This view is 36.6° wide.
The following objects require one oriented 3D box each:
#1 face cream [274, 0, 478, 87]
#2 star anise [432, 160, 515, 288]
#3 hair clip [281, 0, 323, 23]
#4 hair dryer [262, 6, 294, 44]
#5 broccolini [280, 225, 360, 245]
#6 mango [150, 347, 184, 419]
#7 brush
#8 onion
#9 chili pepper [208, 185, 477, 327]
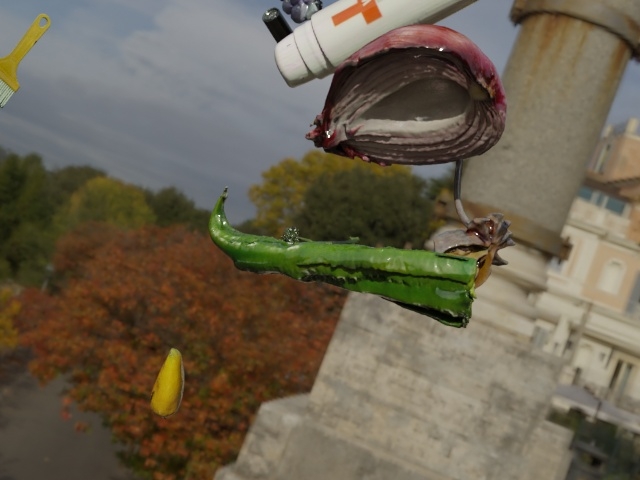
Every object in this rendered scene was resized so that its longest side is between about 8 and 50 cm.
[{"bbox_3d":[0.084,-0.334,1.449,0.346,0.102,0.102,-25,-21,17],"label":"face cream"},{"bbox_3d":[0.185,-0.057,1.388,0.148,0.218,0.227,8,31,-33],"label":"star anise"},{"bbox_3d":[-0.039,-0.535,2.008,0.052,0.124,0.195,16,42,-47],"label":"hair clip"},{"bbox_3d":[-0.012,-0.437,2.114,0.195,0.050,0.173,6,-28,34],"label":"hair dryer"},{"bbox_3d":[-0.006,0.001,1.707,0.052,0.054,0.194,-11,-5,39],"label":"broccolini"},{"bbox_3d":[-0.347,0.332,2.228,0.066,0.187,0.101,15,16,8],"label":"mango"},{"bbox_3d":[-0.571,-0.352,1.826,0.011,0.205,0.083,1,-37,47],"label":"brush"},{"bbox_3d":[0.106,-0.199,1.320,0.284,0.120,0.227,-13,-44,26],"label":"onion"},{"bbox_3d":[0.010,0.019,1.125,0.359,0.084,0.076,16,22,24],"label":"chili pepper"}]
